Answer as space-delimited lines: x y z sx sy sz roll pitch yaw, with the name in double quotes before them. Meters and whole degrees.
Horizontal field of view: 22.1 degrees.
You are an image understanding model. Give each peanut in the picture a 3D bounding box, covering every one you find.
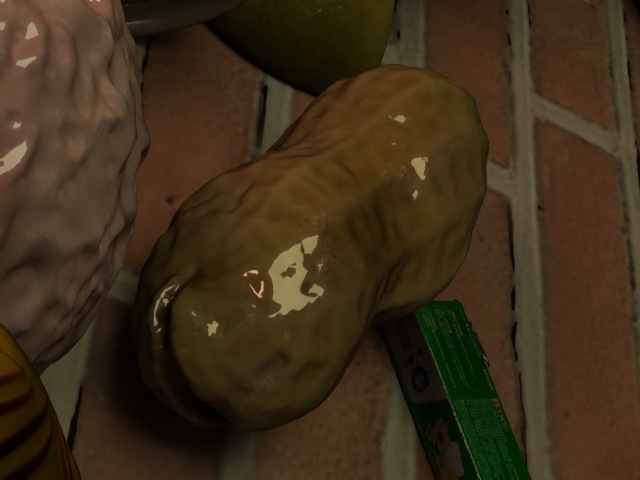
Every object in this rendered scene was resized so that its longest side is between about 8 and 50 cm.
"peanut" 0.000 0.000 0.883 0.130 0.130 0.290 48 43 2

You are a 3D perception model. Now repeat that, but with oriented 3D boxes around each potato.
"potato" -0.020 -0.165 1.033 0.149 0.081 0.120 7 52 -38

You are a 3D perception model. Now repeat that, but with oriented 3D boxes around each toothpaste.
"toothpaste" 0.086 0.117 0.926 0.043 0.037 0.178 1 57 -37

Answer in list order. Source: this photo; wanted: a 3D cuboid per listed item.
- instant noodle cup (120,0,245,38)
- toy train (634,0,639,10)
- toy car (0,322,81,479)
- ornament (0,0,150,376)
"instant noodle cup" -0.114 -0.244 0.928 0.217 0.217 0.207 2 63 -40
"toy train" 0.377 -0.274 1.393 0.265 0.188 0.300 -3 62 -37
"toy car" -0.142 0.118 0.445 0.142 0.200 0.248 15 62 17
"ornament" -0.187 -0.034 0.649 0.225 0.259 0.259 30 43 -18
